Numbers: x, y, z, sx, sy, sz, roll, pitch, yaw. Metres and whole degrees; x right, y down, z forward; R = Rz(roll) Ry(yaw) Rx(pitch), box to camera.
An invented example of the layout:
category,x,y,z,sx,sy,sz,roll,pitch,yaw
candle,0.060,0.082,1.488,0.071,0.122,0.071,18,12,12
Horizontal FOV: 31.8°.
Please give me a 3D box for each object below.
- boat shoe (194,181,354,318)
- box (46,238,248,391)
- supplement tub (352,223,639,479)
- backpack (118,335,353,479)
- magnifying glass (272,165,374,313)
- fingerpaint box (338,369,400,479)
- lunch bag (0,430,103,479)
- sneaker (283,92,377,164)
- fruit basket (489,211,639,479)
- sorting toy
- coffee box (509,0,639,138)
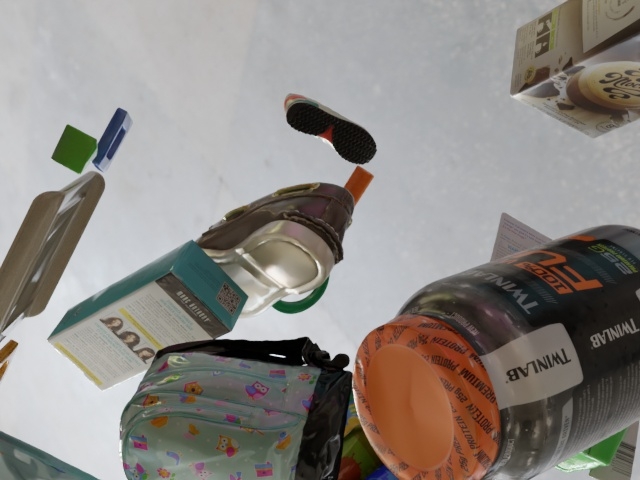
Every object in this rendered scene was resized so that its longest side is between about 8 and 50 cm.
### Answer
category,x,y,z,sx,sy,sz,roll,pitch,yaw
boat shoe,-0.074,0.011,1.294,0.116,0.096,0.324,42,150,-17
box,-0.206,0.092,1.311,0.244,0.060,0.100,-27,115,37
supplement tub,0.209,0.115,1.106,0.207,0.338,0.207,22,119,45
backpack,-0.072,0.155,0.922,0.182,0.115,0.152,10,117,4
magnifying glass,0.000,0.000,1.549,0.231,0.092,0.026,-56,29,9
fingerpaint box,0.034,0.389,1.320,0.445,0.371,0.163,29,146,50
lunch bag,-0.323,0.250,0.879,0.262,0.160,0.223,22,95,5
sneaker,0.013,-0.171,1.651,0.057,0.161,0.075,-54,28,19
fruit basket,0.374,0.174,1.769,0.327,0.353,0.165,26,145,-16
sorting toy,-0.293,0.015,1.122,0.047,0.196,0.347,28,99,-1
coffee box,0.418,-0.259,1.497,0.297,0.168,0.118,-25,50,54
